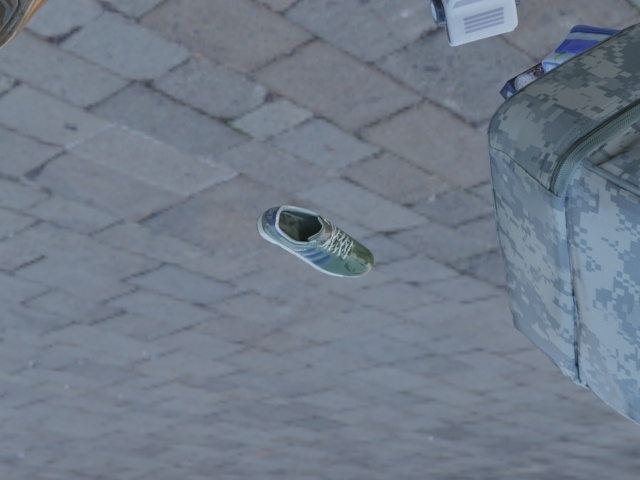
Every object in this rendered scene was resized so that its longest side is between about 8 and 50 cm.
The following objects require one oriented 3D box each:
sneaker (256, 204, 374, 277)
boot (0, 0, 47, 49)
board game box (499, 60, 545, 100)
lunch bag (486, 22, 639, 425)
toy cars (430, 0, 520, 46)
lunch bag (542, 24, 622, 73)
[{"bbox_3d":[0.000,0.000,1.518,0.192,0.064,0.086,24,161,-9],"label":"sneaker"},{"bbox_3d":[-0.245,-0.254,0.956,0.197,0.073,0.152,-40,177,33],"label":"boot"},{"bbox_3d":[0.428,-0.189,1.634,0.165,0.243,0.042,-30,168,-18],"label":"board game box"},{"bbox_3d":[0.296,0.014,0.817,0.213,0.256,0.305,-28,134,-14],"label":"lunch bag"},{"bbox_3d":[0.212,-0.396,1.086,0.176,0.393,0.087,23,-163,-12],"label":"toy cars"},{"bbox_3d":[0.386,-0.193,1.291,0.176,0.090,0.219,43,-178,-17],"label":"lunch bag"}]
